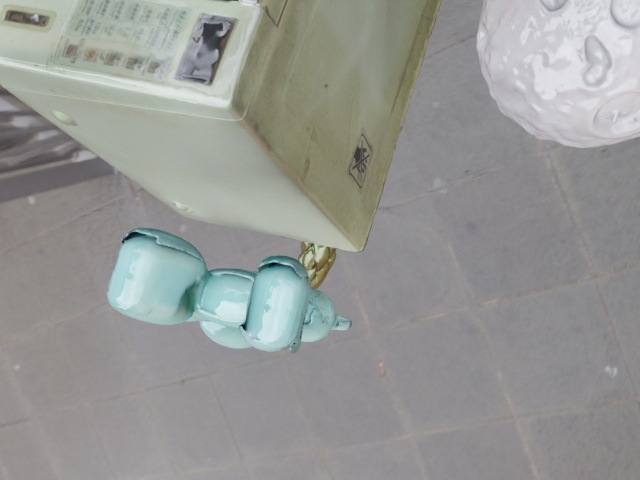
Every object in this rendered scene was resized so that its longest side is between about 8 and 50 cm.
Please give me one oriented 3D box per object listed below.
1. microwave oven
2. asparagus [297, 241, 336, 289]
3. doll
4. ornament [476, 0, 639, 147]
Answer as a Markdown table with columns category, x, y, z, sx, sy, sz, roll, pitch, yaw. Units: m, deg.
| category | x | y | z | sx | sy | sz | roll | pitch | yaw |
| --- | --- | --- | --- | --- | --- | --- | --- | --- | --- |
| microwave oven | -0.059 | -0.237 | 0.670 | 0.247 | 0.333 | 0.394 | 12 | 74 | 24 |
| asparagus | 0.000 | 0.000 | 1.478 | 0.080 | 0.080 | 0.287 | 31 | 136 | 19 |
| doll | -0.062 | 0.039 | 0.500 | 0.160 | 0.158 | 0.059 | 8 | 79 | 23 |
| ornament | 0.394 | -0.291 | 1.101 | 0.337 | 0.337 | 0.336 | 9 | 108 | 28 |
